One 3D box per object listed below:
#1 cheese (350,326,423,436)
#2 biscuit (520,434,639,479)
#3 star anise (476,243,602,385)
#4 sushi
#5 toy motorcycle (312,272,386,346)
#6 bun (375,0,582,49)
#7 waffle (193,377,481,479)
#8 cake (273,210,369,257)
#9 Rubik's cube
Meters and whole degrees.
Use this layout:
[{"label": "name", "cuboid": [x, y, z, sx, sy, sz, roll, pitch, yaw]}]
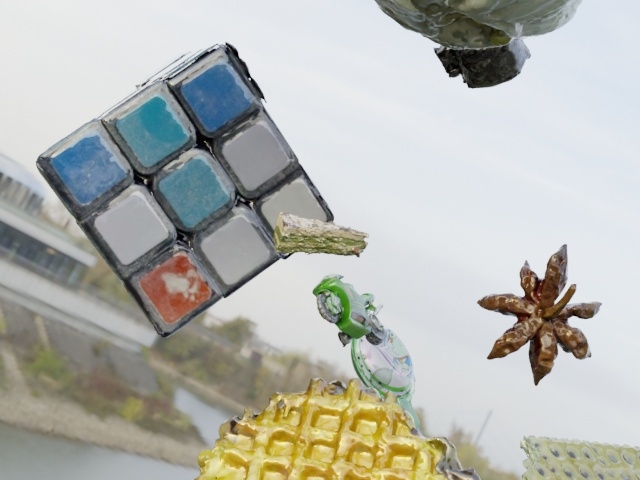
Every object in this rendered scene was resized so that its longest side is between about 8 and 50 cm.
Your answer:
[{"label": "cheese", "cuboid": [0.153, 0.308, 2.226, 0.203, 0.083, 0.321, 9, 52, -50]}, {"label": "biscuit", "cuboid": [0.275, 0.243, 1.000, 0.203, 0.016, 0.144, 11, 30, -25]}, {"label": "star anise", "cuboid": [0.351, 0.125, 1.629, 0.196, 0.213, 0.111, -11, 11, 16]}, {"label": "sushi", "cuboid": [0.271, -0.355, 1.733, 0.147, 0.213, 0.115, -14, -50, 24]}, {"label": "toy motorcycle", "cuboid": [0.044, 0.112, 1.700, 0.190, 0.074, 0.106, 29, 36, -49]}, {"label": "bun", "cuboid": [0.209, -0.384, 1.392, 0.361, 0.211, 0.362, 15, -13, 3]}, {"label": "waffle", "cuboid": [0.011, 0.361, 1.472, 0.382, 0.379, 0.095, 42, -35, 45]}, {"label": "cake", "cuboid": [0.000, 0.000, 1.476, 0.140, 0.051, 0.055, 12, 30, -1]}, {"label": "Rubik's cube", "cuboid": [-0.242, -0.091, 1.708, 0.362, 0.358, 0.363, 54, -12, -16]}]
